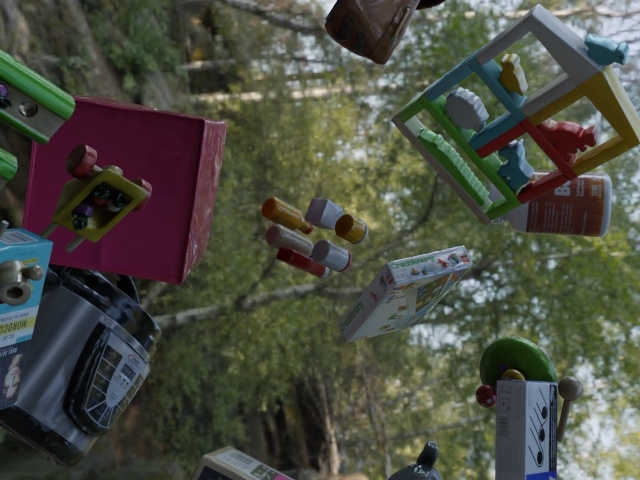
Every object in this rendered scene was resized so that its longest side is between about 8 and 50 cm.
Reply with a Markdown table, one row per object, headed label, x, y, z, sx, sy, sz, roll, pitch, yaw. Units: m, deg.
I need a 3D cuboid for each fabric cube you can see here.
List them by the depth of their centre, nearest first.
| label | x | y | z | sx | sy | sz | roll | pitch | yaw |
| --- | --- | --- | --- | --- | --- | --- | --- | --- | --- |
| fabric cube | -0.305 | -0.089 | 1.355 | 0.258 | 0.259 | 0.254 | -85 | -174 | -82 |

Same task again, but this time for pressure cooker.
| label | x | y | z | sx | sy | sz | roll | pitch | yaw |
| --- | --- | --- | --- | --- | --- | --- | --- | --- | --- |
| pressure cooker | -0.546 | 0.208 | 1.780 | 0.420 | 0.375 | 0.370 | -58 | -163 | -23 |

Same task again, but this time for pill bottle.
| label | x | y | z | sx | sy | sz | roll | pitch | yaw |
| --- | --- | --- | --- | --- | --- | --- | --- | --- | --- |
| pill bottle | 0.424 | -0.071 | 1.590 | 0.121 | 0.216 | 0.121 | 4 | 90 | -80 |

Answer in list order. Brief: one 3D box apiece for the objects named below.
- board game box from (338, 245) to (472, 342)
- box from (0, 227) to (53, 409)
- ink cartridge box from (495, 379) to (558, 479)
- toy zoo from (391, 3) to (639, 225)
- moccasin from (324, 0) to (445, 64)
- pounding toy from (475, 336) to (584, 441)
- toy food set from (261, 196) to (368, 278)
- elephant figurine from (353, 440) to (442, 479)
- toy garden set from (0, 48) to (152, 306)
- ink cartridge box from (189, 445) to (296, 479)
| label | x | y | z | sx | sy | sz | roll | pitch | yaw |
| --- | --- | --- | --- | --- | --- | --- | --- | --- | --- |
| board game box | 0.178 | 0.121 | 1.843 | 0.053 | 0.193 | 0.305 | 67 | -28 | 23 |
| box | -0.433 | 0.110 | 1.125 | 0.100 | 0.060 | 0.244 | -13 | 122 | -65 |
| ink cartridge box | 0.266 | 0.286 | 1.100 | 0.046 | 0.097 | 0.207 | -4 | -101 | 39 |
| toy zoo | 0.240 | -0.146 | 1.005 | 0.192 | 0.030 | 0.293 | 47 | -40 | -10 |
| moccasin | 0.160 | -0.419 | 1.345 | 0.380 | 0.147 | 0.139 | -54 | -175 | -34 |
| pounding toy | 0.424 | 0.322 | 1.824 | 0.237 | 0.110 | 0.183 | 32 | -56 | 31 |
| toy food set | 0.000 | 0.000 | 1.398 | 0.232 | 0.104 | 0.111 | 9 | -103 | 47 |
| elephant figurine | 0.095 | 0.465 | 1.389 | 0.169 | 0.239 | 0.186 | 111 | -34 | -42 |
| toy garden set | -0.268 | -0.015 | 0.647 | 0.204 | 0.244 | 0.049 | 35 | 17 | -41 |
| ink cartridge box | -0.082 | 0.374 | 1.198 | 0.234 | 0.193 | 0.088 | 82 | 34 | -80 |
